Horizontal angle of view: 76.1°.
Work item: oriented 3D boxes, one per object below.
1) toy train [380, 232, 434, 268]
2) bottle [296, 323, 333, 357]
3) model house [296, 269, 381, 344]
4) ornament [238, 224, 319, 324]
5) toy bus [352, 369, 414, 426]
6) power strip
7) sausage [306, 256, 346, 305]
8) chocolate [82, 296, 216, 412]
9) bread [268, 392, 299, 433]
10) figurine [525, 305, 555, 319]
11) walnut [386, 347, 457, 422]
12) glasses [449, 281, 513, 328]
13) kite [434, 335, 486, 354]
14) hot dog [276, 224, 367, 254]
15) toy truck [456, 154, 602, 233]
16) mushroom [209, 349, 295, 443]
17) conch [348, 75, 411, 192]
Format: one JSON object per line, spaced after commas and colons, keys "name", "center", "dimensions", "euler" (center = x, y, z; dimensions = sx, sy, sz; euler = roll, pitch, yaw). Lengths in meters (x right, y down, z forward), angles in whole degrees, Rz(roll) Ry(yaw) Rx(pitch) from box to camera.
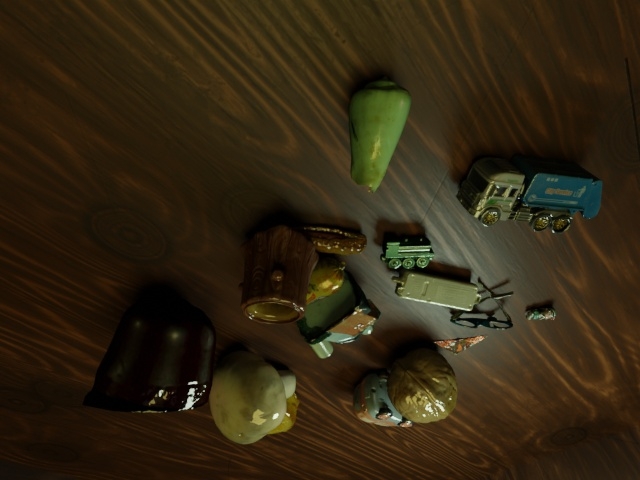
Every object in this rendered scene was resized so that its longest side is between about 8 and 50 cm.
{"name": "toy train", "center": [0.274, 0.032, 1.285], "dimensions": [0.170, 0.071, 0.111], "euler": [-2, 124, -4]}
{"name": "bottle", "center": [-0.019, 0.362, 1.541], "dimensions": [0.072, 0.072, 0.201], "euler": [-19, 129, 11]}
{"name": "model house", "center": [0.087, 0.257, 1.416], "dimensions": [0.253, 0.184, 0.291], "euler": [-39, 137, 18]}
{"name": "ornament", "center": [-0.118, 0.104, 1.145], "dimensions": [0.235, 0.217, 0.221], "euler": [10, 147, -11]}
{"name": "toy bus", "center": [0.267, 0.716, 1.811], "dimensions": [0.287, 0.194, 0.232], "euler": [28, 136, -27]}
{"name": "power strip", "center": [0.389, 0.166, 1.392], "dimensions": [0.338, 0.058, 0.098], "euler": [12, 96, -15]}
{"name": "sausage", "center": [-0.066, 0.152, 1.311], "dimensions": [0.347, 0.123, 0.123], "euler": [-27, 128, 24]}
{"name": "chocolate", "center": [-0.521, 0.350, 1.315], "dimensions": [0.383, 0.331, 0.383], "euler": [2, 170, 0]}
{"name": "bread", "center": [-0.226, 0.749, 1.812], "dimensions": [0.268, 0.146, 0.268], "euler": [-1, 127, -2]}
{"name": "figurine", "center": [0.843, 0.283, 1.564], "dimensions": [0.106, 0.047, 0.060], "euler": [-9, 122, 5]}
{"name": "walnut", "center": [0.407, 0.582, 1.650], "dimensions": [0.277, 0.252, 0.313], "euler": [-27, 128, 20]}
{"name": "glasses", "center": [0.599, 0.252, 1.478], "dimensions": [0.239, 0.102, 0.207], "euler": [2, 131, -6]}
{"name": "kite", "center": [0.574, 0.445, 1.706], "dimensions": [0.222, 0.008, 0.125], "euler": [-6, 131, 0]}
{"name": "hot dog", "center": [0.000, 0.001, 1.234], "dimensions": [0.289, 0.068, 0.083], "euler": [6, 137, -11]}
{"name": "toy truck", "center": [0.575, -0.129, 1.123], "dimensions": [0.367, 0.146, 0.175], "euler": [3, 123, -11]}
{"name": "mushroom", "center": [-0.258, 0.607, 1.566], "dimensions": [0.353, 0.325, 0.353], "euler": [-4, 107, -12]}
{"name": "conch", "center": [0.122, -0.252, 0.955], "dimensions": [0.137, 0.143, 0.251], "euler": [-17, 125, -52]}
